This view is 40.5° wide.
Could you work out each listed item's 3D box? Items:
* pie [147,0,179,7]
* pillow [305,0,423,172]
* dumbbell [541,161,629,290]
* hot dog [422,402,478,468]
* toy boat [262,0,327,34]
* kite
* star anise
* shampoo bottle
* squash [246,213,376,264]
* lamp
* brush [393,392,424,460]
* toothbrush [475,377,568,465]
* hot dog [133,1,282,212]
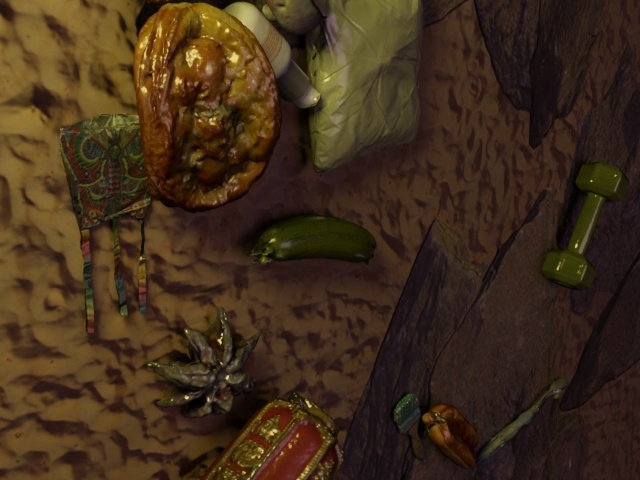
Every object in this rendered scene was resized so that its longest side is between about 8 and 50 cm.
[{"bbox_3d":[-0.199,-0.440,0.994,0.308,0.085,0.308,-21,121,-41],"label":"pie"},{"bbox_3d":[0.083,-0.267,1.380,0.274,0.076,0.281,-22,120,-44],"label":"pillow"},{"bbox_3d":[0.623,-0.034,2.040,0.108,0.121,0.302,43,68,-77],"label":"dumbbell"},{"bbox_3d":[0.281,0.418,1.860,0.249,0.068,0.100,50,44,-50],"label":"hot dog"},{"bbox_3d":[-0.064,-0.381,1.155,0.155,0.085,0.227,-82,152,-57],"label":"toy boat"},{"bbox_3d":[-0.270,-0.022,1.131,0.152,0.015,0.286,-11,110,-42],"label":"kite"},{"bbox_3d":[-0.158,0.190,1.294,0.181,0.061,0.204,-57,137,-17],"label":"star anise"},{"bbox_3d":[-0.071,-0.253,1.217,0.192,0.074,0.074,39,75,-49],"label":"shampoo bottle"},{"bbox_3d":[0.002,-0.001,1.397,0.080,0.071,0.318,-41,154,30],"label":"squash"},{"bbox_3d":[-0.083,0.374,1.359,0.274,0.177,0.177,-49,135,-26],"label":"lamp"},{"bbox_3d":[0.191,0.394,1.787,0.070,0.021,0.196,-42,132,-27],"label":"brush"},{"bbox_3d":[0.499,0.442,2.135,0.413,0.035,0.042,-27,126,-39],"label":"toothbrush"},{"bbox_3d":[-0.147,-0.161,1.094,0.196,0.122,0.272,-23,136,-30],"label":"hot dog"}]
